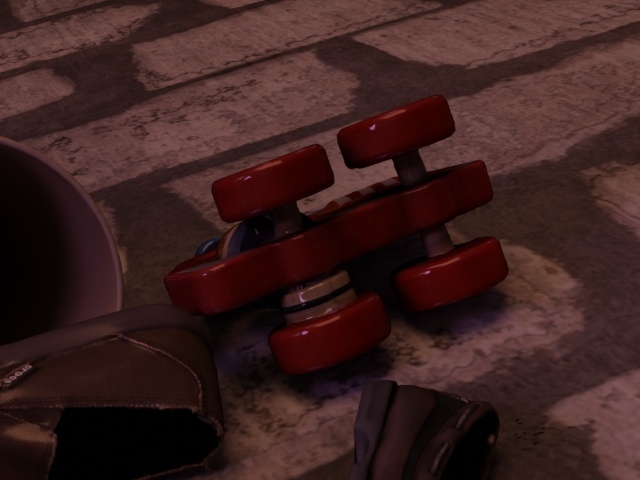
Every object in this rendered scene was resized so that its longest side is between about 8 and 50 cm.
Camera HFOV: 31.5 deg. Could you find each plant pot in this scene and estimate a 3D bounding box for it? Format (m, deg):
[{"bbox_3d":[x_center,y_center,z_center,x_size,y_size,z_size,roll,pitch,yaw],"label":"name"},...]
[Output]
[{"bbox_3d":[-0.325,0.037,0.978,0.256,0.256,0.274,-21,11,-20],"label":"plant pot"}]

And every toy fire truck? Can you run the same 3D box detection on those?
[{"bbox_3d":[0.000,0.000,1.008,0.302,0.169,0.254,-23,4,-25],"label":"toy fire truck"}]

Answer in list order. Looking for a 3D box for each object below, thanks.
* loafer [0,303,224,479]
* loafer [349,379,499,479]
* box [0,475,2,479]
[{"bbox_3d":[-0.227,0.150,0.787,0.366,0.134,0.130,-21,39,-21],"label":"loafer"},{"bbox_3d":[0.063,0.173,0.665,0.095,0.109,0.302,-3,24,7],"label":"loafer"},{"bbox_3d":[-0.296,0.199,0.625,0.243,0.213,0.117,-7,26,9],"label":"box"}]
